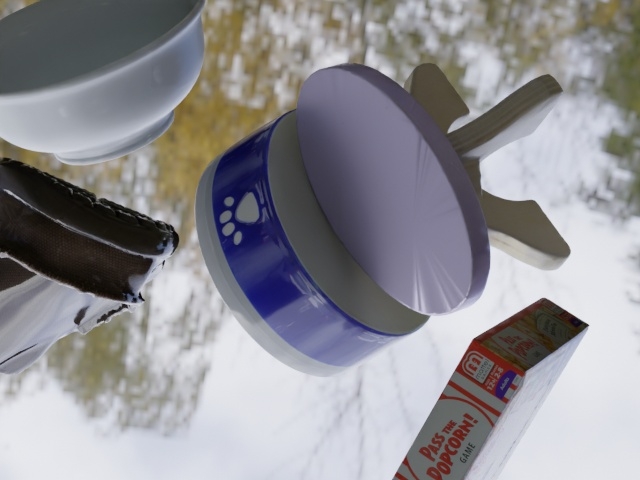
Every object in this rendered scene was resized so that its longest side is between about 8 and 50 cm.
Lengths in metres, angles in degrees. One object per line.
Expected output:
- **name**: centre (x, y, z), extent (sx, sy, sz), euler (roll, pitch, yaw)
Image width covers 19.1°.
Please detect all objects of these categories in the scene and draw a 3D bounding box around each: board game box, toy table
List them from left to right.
- **toy table**: centre (0.116, -0.066, 1.862), extent (0.161, 0.252, 0.274), euler (-17, -105, -39)
- **board game box**: centre (0.118, 0.124, 1.353), extent (0.045, 0.147, 0.193), euler (33, -164, 14)

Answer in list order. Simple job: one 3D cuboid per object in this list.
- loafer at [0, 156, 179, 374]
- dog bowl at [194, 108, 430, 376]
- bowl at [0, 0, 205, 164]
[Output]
- **loafer**: centre (-0.201, 0.038, 1.278), extent (0.134, 0.366, 0.130), euler (23, -105, -19)
- **dog bowl**: centre (0.000, 0.000, 1.954), extent (0.265, 0.104, 0.265), euler (33, -139, -34)
- **bowl**: centre (-0.246, -0.174, 2.087), extent (0.298, 0.134, 0.298), euler (-15, -154, 8)
